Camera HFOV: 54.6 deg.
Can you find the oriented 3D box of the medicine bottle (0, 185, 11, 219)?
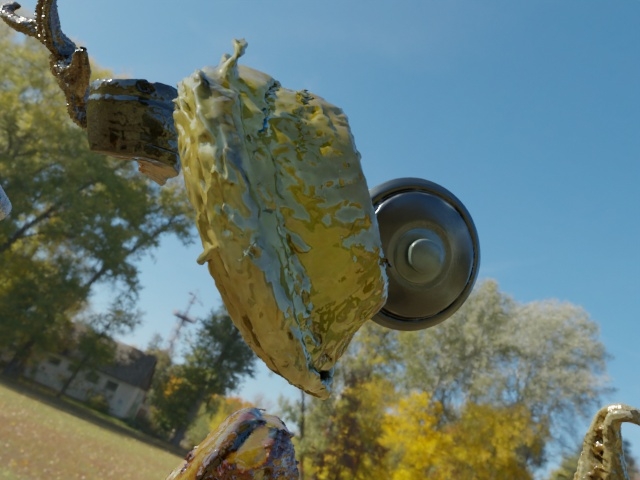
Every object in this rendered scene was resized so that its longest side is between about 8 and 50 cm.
[{"bbox_3d":[-0.486,-0.070,0.888,0.052,0.052,0.089,15,-41,20],"label":"medicine bottle"}]

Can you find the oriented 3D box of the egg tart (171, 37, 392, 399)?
[{"bbox_3d":[-0.028,-0.025,0.669,0.168,0.388,0.388,-17,-26,1],"label":"egg tart"}]

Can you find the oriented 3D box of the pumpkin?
[{"bbox_3d":[-0.267,-0.172,1.029,0.125,0.131,0.248,-3,-5,13],"label":"pumpkin"}]

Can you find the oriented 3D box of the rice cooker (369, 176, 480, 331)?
[{"bbox_3d":[0.139,0.024,1.145,0.316,0.264,0.317,32,-7,4],"label":"rice cooker"}]

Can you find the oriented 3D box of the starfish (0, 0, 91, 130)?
[{"bbox_3d":[-0.478,-0.353,1.147,0.312,0.113,0.303,45,-27,23],"label":"starfish"}]

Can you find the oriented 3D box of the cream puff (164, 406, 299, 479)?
[{"bbox_3d":[-0.131,0.354,0.901,0.164,0.240,0.240,42,-19,7],"label":"cream puff"}]

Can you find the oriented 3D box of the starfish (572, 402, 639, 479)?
[{"bbox_3d":[0.287,0.333,0.624,0.374,0.327,0.094,1,-22,8],"label":"starfish"}]
